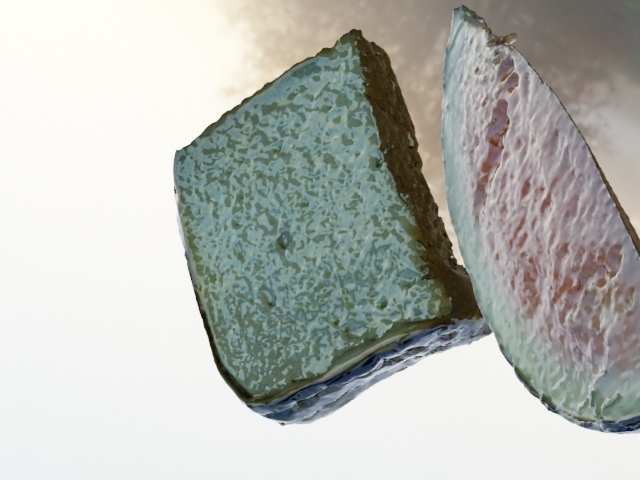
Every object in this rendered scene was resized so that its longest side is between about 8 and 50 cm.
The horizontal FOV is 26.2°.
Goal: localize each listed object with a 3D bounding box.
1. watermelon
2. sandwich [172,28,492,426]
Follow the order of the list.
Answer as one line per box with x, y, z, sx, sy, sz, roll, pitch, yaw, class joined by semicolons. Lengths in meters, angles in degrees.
0.107;-0.002;0.596;0.063;0.119;0.245;-9;-136;-11;watermelon
0.000;0.000;1.060;0.087;0.226;0.251;17;-131;-54;sandwich
